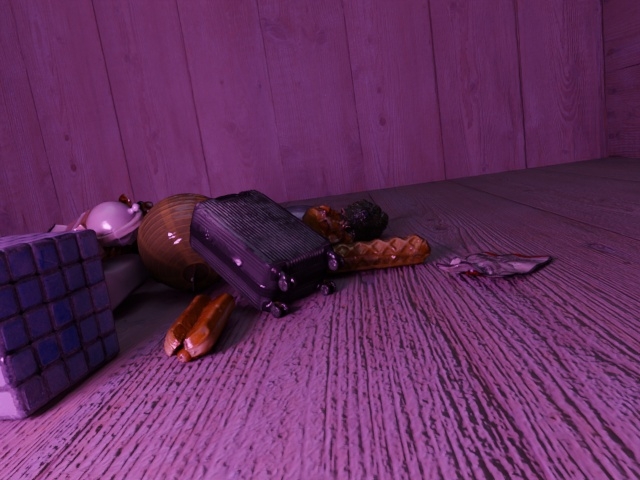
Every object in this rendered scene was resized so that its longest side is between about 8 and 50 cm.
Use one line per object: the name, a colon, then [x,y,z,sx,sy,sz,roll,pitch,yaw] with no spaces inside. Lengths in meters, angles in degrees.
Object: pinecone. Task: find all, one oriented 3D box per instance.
pinecone: [-0.536,0.006,1.429,0.264,0.264,0.264,-8,10,1]

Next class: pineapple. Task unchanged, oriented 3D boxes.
pineapple: [0.000,0.000,1.315,0.186,0.114,0.236,-22,-21,2]

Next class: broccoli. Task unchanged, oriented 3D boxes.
broccoli: [0.139,-0.060,1.560,0.162,0.145,0.138,-29,-18,-14]

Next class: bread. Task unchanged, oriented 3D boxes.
bread: [0.077,0.041,1.172,0.368,0.084,0.077,-8,32,3]

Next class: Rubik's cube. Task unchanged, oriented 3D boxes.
Rubik's cube: [-0.495,0.121,0.764,0.238,0.237,0.237,-6,12,15]

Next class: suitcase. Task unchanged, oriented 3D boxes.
suitcase: [-0.123,0.019,1.045,0.312,0.128,0.202,37,36,29]

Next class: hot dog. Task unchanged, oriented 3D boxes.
hot dog: [-0.207,0.146,0.877,0.092,0.062,0.235,-7,13,7]

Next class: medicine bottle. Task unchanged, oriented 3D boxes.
medicine bottle: [-0.512,0.116,1.147,0.161,0.111,0.296,-23,9,0]

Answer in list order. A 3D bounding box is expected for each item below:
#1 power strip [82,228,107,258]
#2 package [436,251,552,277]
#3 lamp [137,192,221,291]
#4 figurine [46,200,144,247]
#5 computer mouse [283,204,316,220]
power strip: [-0.554,0.042,1.086,0.154,0.078,0.154,-32,9,6]
package: [0.360,0.051,1.026,0.166,0.040,0.232,6,10,44]
lamp: [-0.314,0.016,1.202,0.250,0.250,0.284,-11,38,-15]
figurine: [-0.539,-0.016,1.226,0.237,0.141,0.162,-25,26,2]
computer mouse: [-0.117,-0.061,1.788,0.371,0.121,0.188,-7,9,26]
